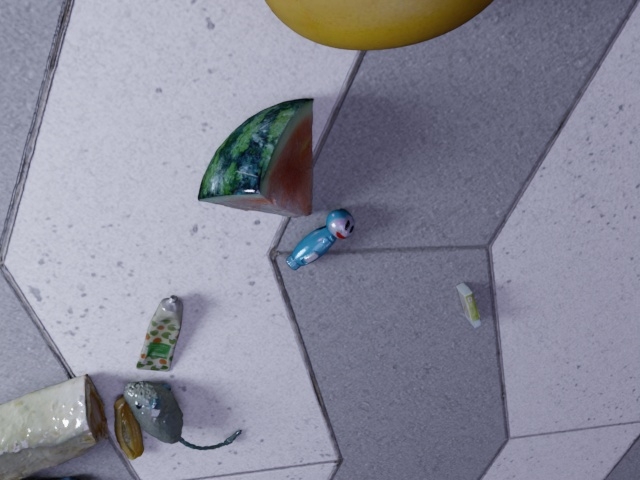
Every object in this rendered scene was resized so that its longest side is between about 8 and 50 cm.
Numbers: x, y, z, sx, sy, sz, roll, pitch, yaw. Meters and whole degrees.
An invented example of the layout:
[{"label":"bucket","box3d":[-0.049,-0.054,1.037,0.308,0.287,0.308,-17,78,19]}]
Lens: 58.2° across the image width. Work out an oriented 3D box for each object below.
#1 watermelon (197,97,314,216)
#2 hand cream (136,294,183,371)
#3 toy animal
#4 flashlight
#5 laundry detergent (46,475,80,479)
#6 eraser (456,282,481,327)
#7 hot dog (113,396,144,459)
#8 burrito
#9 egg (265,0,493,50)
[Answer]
[{"label":"watermelon","box3d":[-0.078,-0.116,0.844,0.207,0.136,0.202,-54,162,-15]},{"label":"hand cream","box3d":[-0.260,0.157,0.946,0.057,0.037,0.165,12,119,-21]},{"label":"toy animal","box3d":[-0.248,0.326,1.015,0.079,0.070,0.253,-35,123,14]},{"label":"flashlight","box3d":[0.000,0.000,0.926,0.129,0.051,0.051,-39,121,13]},{"label":"laundry detergent","box3d":[-0.504,0.469,1.024,0.206,0.061,0.097,-6,110,-14]},{"label":"eraser","box3d":[0.276,0.121,1.068,0.019,0.038,0.083,-26,120,-4]},{"label":"hot dog","box3d":[-0.341,0.331,1.013,0.044,0.028,0.137,-25,128,-32]},{"label":"burrito","box3d":[-0.499,0.332,0.928,0.299,0.105,0.143,-21,125,-6]},{"label":"egg","box3d":[0.079,-0.346,0.643,0.322,0.250,0.250,-20,121,6]}]
